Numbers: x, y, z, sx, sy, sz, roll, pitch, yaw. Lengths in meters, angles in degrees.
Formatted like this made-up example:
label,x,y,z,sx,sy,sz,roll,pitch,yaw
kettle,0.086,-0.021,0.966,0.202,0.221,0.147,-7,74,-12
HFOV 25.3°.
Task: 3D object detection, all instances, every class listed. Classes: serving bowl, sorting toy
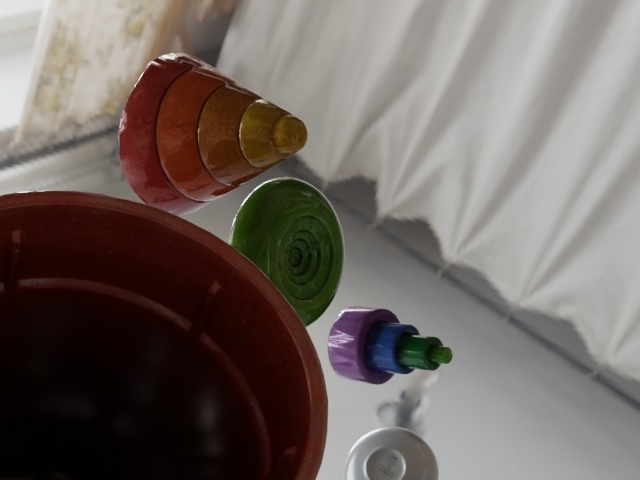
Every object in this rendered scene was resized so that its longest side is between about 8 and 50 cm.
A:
label,x,y,z,sx,sy,sz,roll,pitch,yaw
serving bowl,0.059,0.197,1.222,0.083,0.027,0.083,-4,-114,10
sorting toy,0.000,0.000,1.096,0.126,0.365,0.127,3,-126,40

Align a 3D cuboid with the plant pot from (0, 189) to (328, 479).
label,x,y,z,sx,sy,sz,roll,pitch,yaw
plant pot,-0.161,0.159,0.863,0.272,0.265,0.272,11,-134,-12
